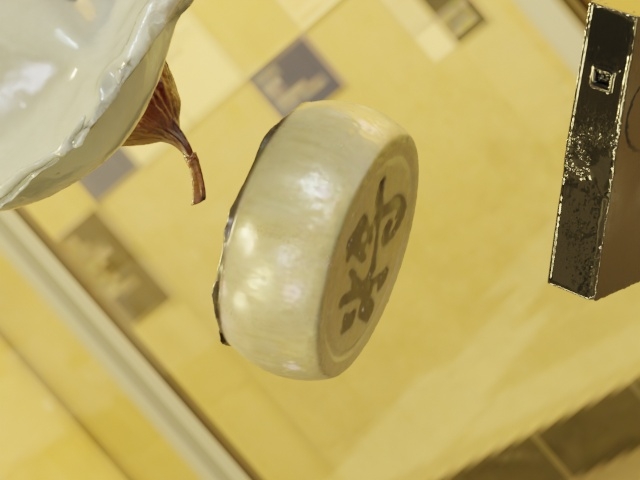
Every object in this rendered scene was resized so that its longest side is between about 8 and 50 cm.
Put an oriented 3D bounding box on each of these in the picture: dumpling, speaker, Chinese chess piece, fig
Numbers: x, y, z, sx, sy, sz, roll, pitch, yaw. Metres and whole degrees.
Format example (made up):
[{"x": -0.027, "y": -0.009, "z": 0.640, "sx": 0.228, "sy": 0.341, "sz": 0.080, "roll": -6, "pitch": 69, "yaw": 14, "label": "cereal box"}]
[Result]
[{"x": -0.229, "y": -0.097, "z": 1.326, "sx": 0.341, "sy": 0.181, "sz": 0.260, "roll": 11, "pitch": 59, "yaw": 27, "label": "dumpling"}, {"x": 0.218, "y": -0.069, "z": 1.423, "sx": 0.082, "sy": 0.044, "sz": 0.218, "roll": -18, "pitch": -57, "yaw": -43, "label": "speaker"}, {"x": 0.000, "y": 0.000, "z": 1.800, "sx": 0.257, "sy": 0.104, "sz": 0.257, "roll": 18, "pitch": -90, "yaw": -74, "label": "Chinese chess piece"}, {"x": -0.181, "y": -0.129, "z": 2.008, "sx": 0.133, "sy": 0.201, "sz": 0.146, "roll": -53, "pitch": -15, "yaw": 20, "label": "fig"}]
